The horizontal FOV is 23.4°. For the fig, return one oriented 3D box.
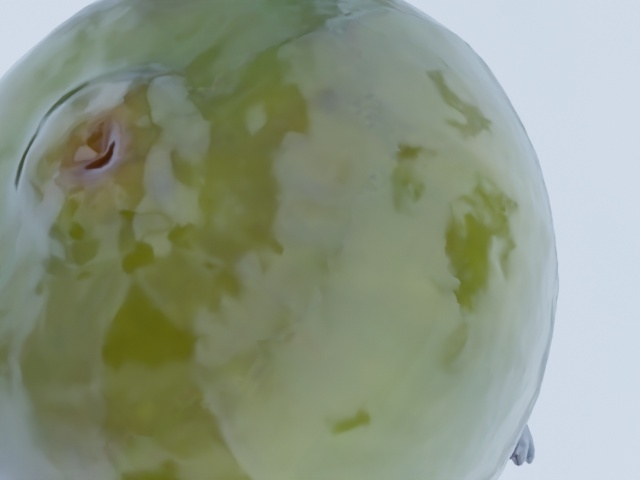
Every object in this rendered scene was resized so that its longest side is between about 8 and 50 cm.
[{"bbox_3d":[-0.023,0.019,0.513,0.230,0.207,0.207,59,-153,-77],"label":"fig"}]

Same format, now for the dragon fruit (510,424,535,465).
[{"bbox_3d":[0.000,0.000,0.750,0.282,0.100,0.343,58,-173,20],"label":"dragon fruit"}]
